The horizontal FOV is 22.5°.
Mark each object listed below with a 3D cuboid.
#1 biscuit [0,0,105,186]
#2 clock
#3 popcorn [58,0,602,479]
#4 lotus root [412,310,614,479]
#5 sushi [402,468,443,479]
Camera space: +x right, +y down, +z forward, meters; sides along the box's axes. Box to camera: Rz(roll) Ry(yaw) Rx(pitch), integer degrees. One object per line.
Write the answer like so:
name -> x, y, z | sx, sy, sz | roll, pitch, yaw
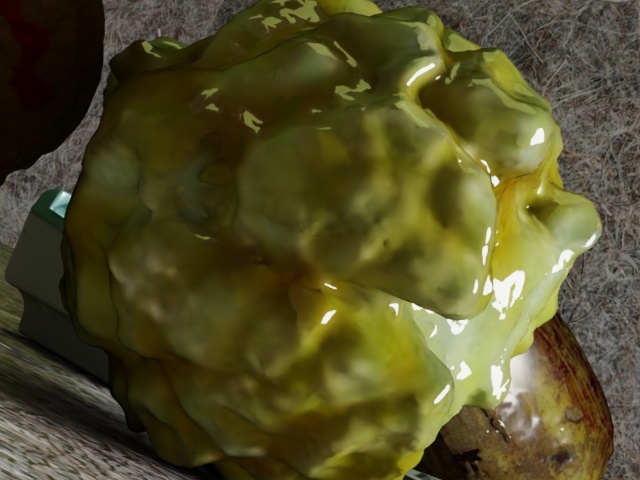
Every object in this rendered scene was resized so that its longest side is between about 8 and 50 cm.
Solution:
biscuit -> -0.234, -0.089, 0.811 | 0.049, 0.257, 0.273 | 62, 0, 31
clock -> -0.084, 0.085, 1.207 | 0.231, 0.116, 0.262 | 29, 1, 43
popcorn -> -0.003, 0.002, 0.881 | 0.274, 0.279, 0.335 | 18, -18, -8
lotus root -> 0.125, 0.112, 1.377 | 0.397, 0.179, 0.196 | 56, -19, -22
sushi -> 0.145, 0.204, 0.888 | 0.231, 0.047, 0.219 | 22, 2, -19
